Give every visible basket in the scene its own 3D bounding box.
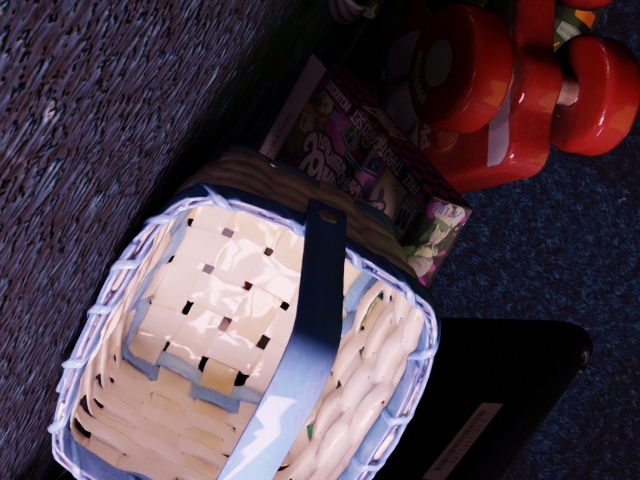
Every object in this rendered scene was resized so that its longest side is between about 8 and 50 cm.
[{"bbox_3d":[-0.045,0.084,0.809,0.254,0.201,0.289,-59,-173,28],"label":"basket"}]

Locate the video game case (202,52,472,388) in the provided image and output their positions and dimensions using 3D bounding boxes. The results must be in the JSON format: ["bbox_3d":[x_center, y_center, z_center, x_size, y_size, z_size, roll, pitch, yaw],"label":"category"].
[{"bbox_3d":[0.000,0.000,1.031,0.210,0.042,0.232,-60,-145,20],"label":"video game case"}]

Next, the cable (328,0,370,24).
[{"bbox_3d":[0.043,-0.213,0.913,0.184,0.047,0.150,-60,-177,-38],"label":"cable"}]

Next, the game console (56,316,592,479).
[{"bbox_3d":[-0.011,0.163,1.042,0.386,0.342,0.060,-41,124,-50],"label":"game console"}]

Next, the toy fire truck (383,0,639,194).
[{"bbox_3d":[0.128,-0.183,1.180,0.254,0.169,0.302,-14,-107,59],"label":"toy fire truck"}]

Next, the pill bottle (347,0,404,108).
[{"bbox_3d":[0.087,-0.190,1.353,0.152,0.086,0.086,-59,177,4],"label":"pill bottle"}]

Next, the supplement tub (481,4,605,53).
[{"bbox_3d":[0.226,-0.260,1.763,0.338,0.207,0.207,-60,177,6],"label":"supplement tub"}]

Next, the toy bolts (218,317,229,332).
[{"bbox_3d":[-0.110,0.156,1.595,0.218,0.158,0.228,36,-71,53],"label":"toy bolts"}]

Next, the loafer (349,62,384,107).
[{"bbox_3d":[-0.001,-0.038,1.299,0.095,0.109,0.302,-62,177,-45],"label":"loafer"}]

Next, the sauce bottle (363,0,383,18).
[{"bbox_3d":[0.064,-0.226,1.037,0.128,0.042,0.042,-60,177,-10],"label":"sauce bottle"}]
